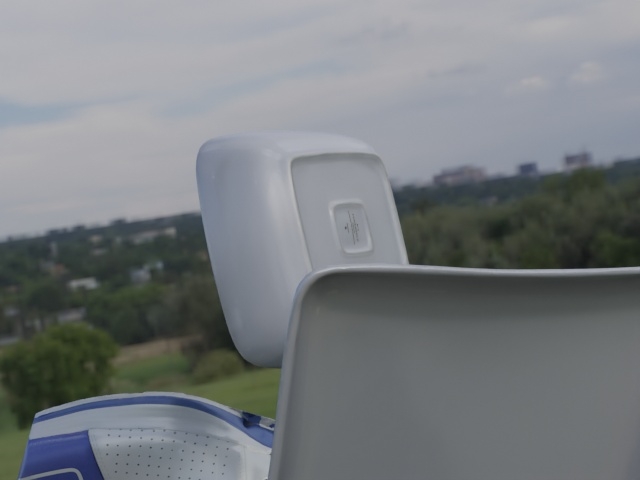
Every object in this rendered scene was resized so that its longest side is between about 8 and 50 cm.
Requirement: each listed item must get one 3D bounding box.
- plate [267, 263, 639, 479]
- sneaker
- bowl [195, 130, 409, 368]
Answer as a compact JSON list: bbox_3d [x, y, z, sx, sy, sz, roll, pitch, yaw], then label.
[{"bbox_3d":[0.086,0.130,0.792,0.277,0.278,0.045,-1,24,-26],"label":"plate"},{"bbox_3d":[-0.052,0.214,0.973,0.315,0.182,0.127,7,-36,-9],"label":"sneaker"},{"bbox_3d":[0.000,0.000,0.861,0.053,0.142,0.142,-17,-8,39],"label":"bowl"}]
